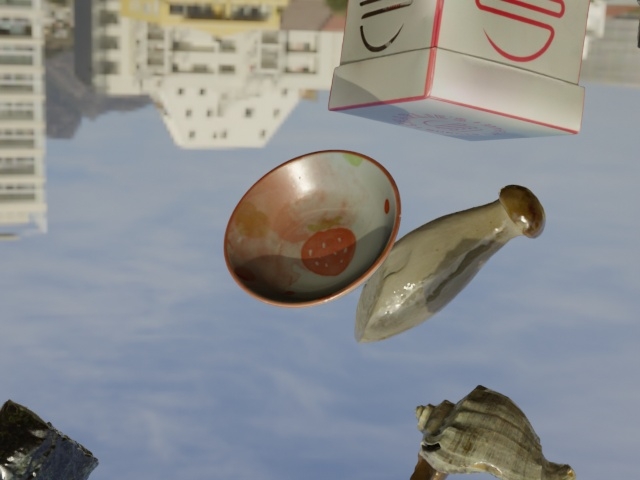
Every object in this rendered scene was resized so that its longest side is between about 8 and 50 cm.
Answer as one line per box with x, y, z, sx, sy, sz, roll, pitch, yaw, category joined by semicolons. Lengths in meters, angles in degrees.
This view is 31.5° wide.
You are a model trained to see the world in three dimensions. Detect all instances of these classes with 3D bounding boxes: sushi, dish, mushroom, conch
-0.441;0.338;1.738;0.124;0.127;0.225;25;163;24;sushi
0.000;0.000;1.582;0.260;0.260;0.085;10;151;30;dish
0.183;0.035;1.724;0.350;0.128;0.128;-34;-170;8;mushroom
0.195;0.249;1.340;0.207;0.130;0.155;29;-148;25;conch

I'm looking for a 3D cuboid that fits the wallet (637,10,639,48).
0.554;-0.450;1.745;0.165;0.309;0.042;-37;-129;-21;wallet

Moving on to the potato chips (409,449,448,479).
0.213;0.395;2.027;0.049;0.202;0.150;28;-148;-4;potato chips

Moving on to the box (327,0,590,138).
0.232;-0.338;1.878;0.312;0.300;0.314;9;177;-29;box

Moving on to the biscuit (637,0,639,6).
0.609;-0.483;2.021;0.079;0.186;0.309;22;-143;-26;biscuit
